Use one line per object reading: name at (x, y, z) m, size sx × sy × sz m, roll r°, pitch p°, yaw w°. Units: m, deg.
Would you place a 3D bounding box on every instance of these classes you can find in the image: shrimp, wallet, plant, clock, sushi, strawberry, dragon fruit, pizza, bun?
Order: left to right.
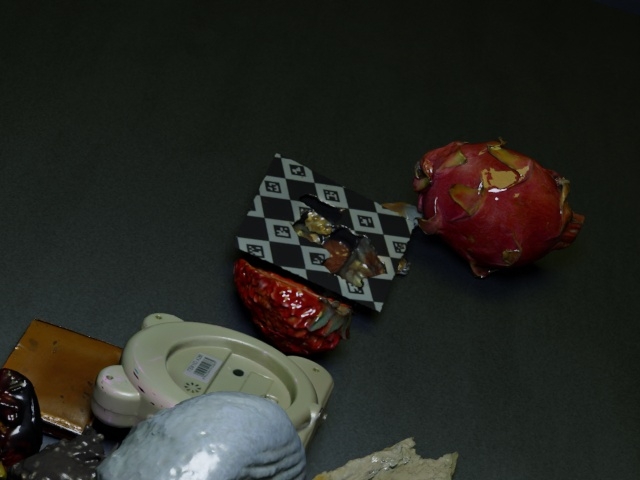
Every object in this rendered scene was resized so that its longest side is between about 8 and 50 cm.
sushi at (-0.445, 0.242, 1.537) m, size 0.151 × 0.153 × 0.172 m, roll -10°, pitch 22°, yaw -5°
wallet at (-0.380, 0.203, 1.709) m, size 0.161 × 0.042 × 0.195 m, roll 22°, pitch 35°, yaw -6°
plant at (-0.303, 0.321, 1.518) m, size 0.142 × 0.131 × 0.203 m, roll 39°, pitch 27°, yaw 25°
bun at (-0.163, 0.341, 1.393) m, size 0.211 × 0.361 × 0.362 m, roll 20°, pitch 34°, yaw 28°
clock at (-0.152, 0.229, 1.697) m, size 0.310 × 0.114 × 0.284 m, roll 21°, pitch 29°, yaw 6°
strawberry at (-0.063, 0.116, 1.910) m, size 0.237 × 0.111 × 0.190 m, roll 24°, pitch 2°, yaw 41°
sushi at (0.000, 0.000, 2.097) m, size 0.292 × 0.059 × 0.294 m, roll 26°, pitch 40°, yaw 0°
shrimp at (0.150, -0.006, 2.198) m, size 0.161 × 0.049 × 0.166 m, roll -8°, pitch 47°, yaw -29°
pizza at (0.120, 0.355, 1.724) m, size 0.181 × 0.034 × 0.262 m, roll 27°, pitch 33°, yaw 32°
dragon fruit at (0.325, -0.058, 2.185) m, size 0.315 × 0.250 × 0.250 m, roll 39°, pitch 32°, yaw -22°
